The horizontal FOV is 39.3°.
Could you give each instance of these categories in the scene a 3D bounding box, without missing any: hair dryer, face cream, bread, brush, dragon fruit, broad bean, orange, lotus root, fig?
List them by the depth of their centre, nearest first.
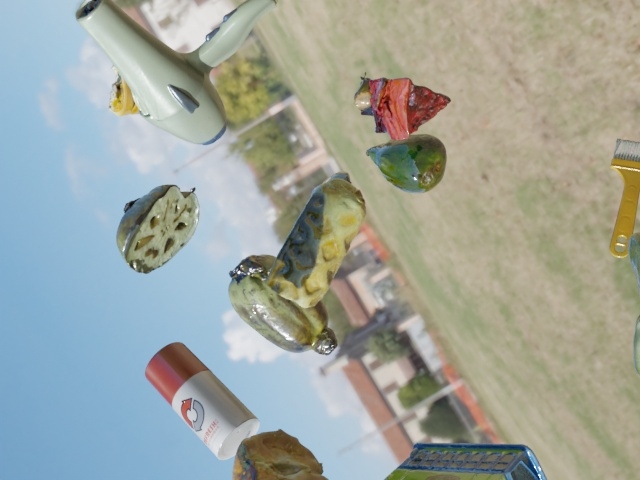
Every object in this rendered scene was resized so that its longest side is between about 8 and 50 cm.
[{"bbox_3d":[-0.056,0.337,1.210,0.160,0.112,0.170,34,-172,26],"label":"orange"},{"bbox_3d":[0.481,0.091,1.274,0.153,0.072,0.207,9,-102,-63],"label":"broad bean"},{"bbox_3d":[-0.222,-0.315,1.362,0.295,0.298,0.119,18,-166,-42],"label":"hair dryer"},{"bbox_3d":[0.122,-0.251,1.510,0.092,0.122,0.192,60,170,-26],"label":"dragon fruit"},{"bbox_3d":[-0.213,0.283,1.598,0.214,0.096,0.096,40,173,26],"label":"face cream"},{"bbox_3d":[0.153,-0.155,1.729,0.177,0.117,0.117,17,157,30],"label":"fig"},{"bbox_3d":[-0.332,-0.035,1.773,0.078,0.203,0.183,31,153,24],"label":"lotus root"},{"bbox_3d":[0.636,-0.087,1.844,0.013,0.103,0.272,63,-138,-63],"label":"brush"},{"bbox_3d":[0.000,0.000,1.845,0.129,0.268,0.152,25,-176,-36],"label":"bread"},{"bbox_3d":[-0.414,-0.348,2.058,0.084,0.177,0.119,19,113,43],"label":"bread"},{"bbox_3d":[-0.088,0.164,2.137,0.309,0.173,0.173,45,-177,-4],"label":"lotus root"}]

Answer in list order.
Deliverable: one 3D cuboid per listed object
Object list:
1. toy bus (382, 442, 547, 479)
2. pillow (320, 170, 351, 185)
[{"bbox_3d":[0.257,0.483,1.663,0.312,0.190,0.152,-16,105,51],"label":"toy bus"},{"bbox_3d":[0.022,-0.109,2.063,0.053,0.119,0.208,32,179,-5],"label":"pillow"}]
